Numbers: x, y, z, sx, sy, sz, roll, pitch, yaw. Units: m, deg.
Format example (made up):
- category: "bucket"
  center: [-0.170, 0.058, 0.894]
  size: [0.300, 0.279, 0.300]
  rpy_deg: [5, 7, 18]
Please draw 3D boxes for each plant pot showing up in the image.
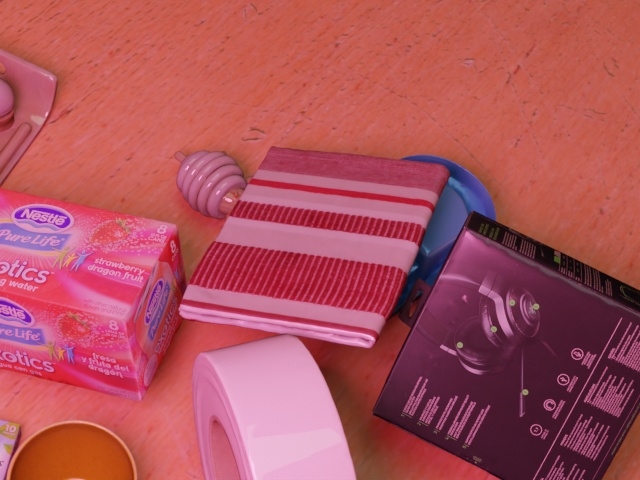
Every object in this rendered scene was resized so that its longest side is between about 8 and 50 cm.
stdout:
- category: "plant pot"
  center: [-0.267, 0.273, 1.318]
  size: [0.134, 0.095, 0.134]
  rpy_deg: [5, 59, -8]

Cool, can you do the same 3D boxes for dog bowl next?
- category: "dog bowl"
  center: [0.085, 0.010, 1.555]
  size: [0.297, 0.074, 0.166]
  rpy_deg: [-32, 70, -26]

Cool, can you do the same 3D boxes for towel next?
- category: "towel"
  center: [0.000, 0.000, 1.432]
  size: [0.237, 0.037, 0.329]
  rpy_deg: [7, 39, 17]

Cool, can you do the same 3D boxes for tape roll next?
- category: "tape roll"
  center: [-0.049, 0.244, 1.266]
  size: [0.100, 0.286, 0.286]
  rpy_deg: [-11, 62, -17]

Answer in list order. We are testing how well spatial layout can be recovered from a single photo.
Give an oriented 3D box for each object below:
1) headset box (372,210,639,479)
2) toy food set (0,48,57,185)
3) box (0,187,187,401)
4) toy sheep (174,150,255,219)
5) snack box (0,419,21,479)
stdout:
- category: "headset box"
  center: [0.223, 0.133, 1.399]
  size: [0.283, 0.246, 0.131]
  rpy_deg: [25, 14, 6]
- category: "toy food set"
  center: [-0.497, -0.134, 1.521]
  size: [0.219, 0.092, 0.306]
  rpy_deg: [25, 58, 5]
- category: "box"
  center: [-0.314, 0.049, 1.367]
  size: [0.300, 0.142, 0.154]
  rpy_deg: [12, 46, 14]
- category: "toy sheep"
  center: [-0.137, -0.074, 1.560]
  size: [0.132, 0.091, 0.091]
  rpy_deg: [34, 59, 26]
- category: "snack box"
  center: [-0.395, 0.260, 1.337]
  size: [0.100, 0.037, 0.141]
  rpy_deg: [13, 58, -4]
